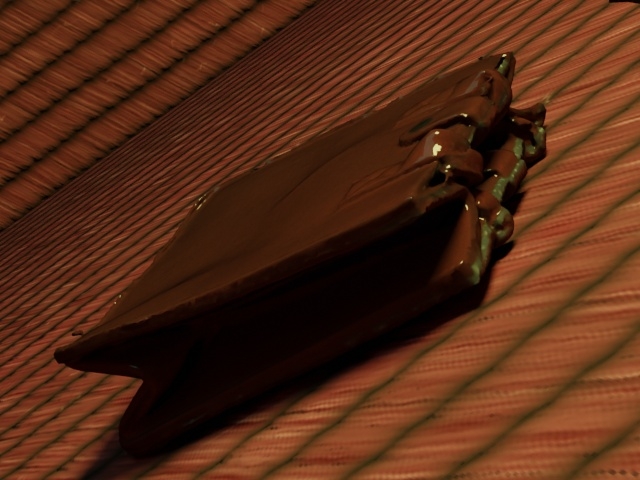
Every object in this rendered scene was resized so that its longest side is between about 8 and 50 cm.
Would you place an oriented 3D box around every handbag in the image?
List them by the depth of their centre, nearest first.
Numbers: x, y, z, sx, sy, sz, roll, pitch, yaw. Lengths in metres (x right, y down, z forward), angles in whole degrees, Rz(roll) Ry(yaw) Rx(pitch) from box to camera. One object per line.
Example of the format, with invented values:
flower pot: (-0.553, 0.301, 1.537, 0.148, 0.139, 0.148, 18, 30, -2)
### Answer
handbag: (-0.001, -0.001, 0.809, 0.275, 0.084, 0.260, -27, 13, 29)

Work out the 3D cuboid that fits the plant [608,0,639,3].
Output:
plant: (0.235, -0.095, 0.348, 0.320, 0.182, 0.194, -34, 19, 11)
